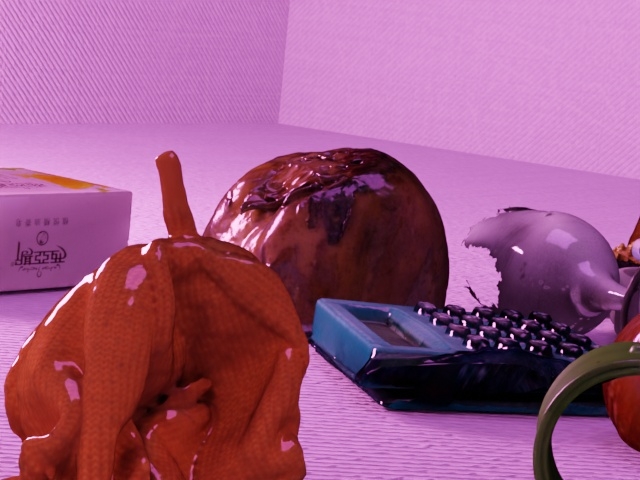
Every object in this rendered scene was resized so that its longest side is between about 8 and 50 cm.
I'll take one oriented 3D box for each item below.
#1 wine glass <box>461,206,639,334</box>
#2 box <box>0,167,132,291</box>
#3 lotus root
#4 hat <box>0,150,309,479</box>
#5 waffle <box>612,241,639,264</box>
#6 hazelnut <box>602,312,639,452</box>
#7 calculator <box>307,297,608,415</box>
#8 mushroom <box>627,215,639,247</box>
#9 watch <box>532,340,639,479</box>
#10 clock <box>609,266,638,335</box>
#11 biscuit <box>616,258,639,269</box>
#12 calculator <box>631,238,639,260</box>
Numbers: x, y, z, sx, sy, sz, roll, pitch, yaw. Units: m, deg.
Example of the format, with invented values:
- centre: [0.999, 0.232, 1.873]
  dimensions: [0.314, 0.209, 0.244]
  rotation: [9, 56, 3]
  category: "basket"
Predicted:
- centre: [0.269, 0.046, 1.777]
  dimensions: [0.143, 0.143, 0.321]
  rotation: [1, 6, -28]
  category: "wine glass"
- centre: [-0.357, -0.014, 1.862]
  dimensions: [0.194, 0.111, 0.260]
  rotation: [13, 9, 40]
  category: "box"
- centre: [0.000, 0.000, 1.819]
  dimensions: [0.272, 0.192, 0.272]
  rotation: [5, 15, -1]
  category: "lotus root"
- centre: [-0.109, 0.061, 1.056]
  dimensions: [0.244, 0.233, 0.233]
  rotation: [0, 8, -40]
  category: "hat"
- centre: [0.385, 0.039, 2.168]
  dimensions: [0.085, 0.078, 0.016]
  rotation: [-5, 17, 35]
  category: "waffle"
- centre: [0.296, 0.105, 1.391]
  dimensions: [0.154, 0.143, 0.143]
  rotation: [3, 8, -28]
  category: "hazelnut"
- centre: [0.139, 0.101, 1.579]
  dimensions: [0.274, 0.058, 0.248]
  rotation: [5, 9, -14]
  category: "calculator"
- centre: [0.506, 0.022, 2.266]
  dimensions: [0.218, 0.148, 0.227]
  rotation: [26, 22, 10]
  category: "mushroom"
- centre: [0.215, 0.147, 1.112]
  dimensions: [0.152, 0.165, 0.131]
  rotation: [-18, 6, 9]
  category: "watch"
- centre: [0.382, 0.072, 1.910]
  dimensions: [0.152, 0.062, 0.191]
  rotation: [9, 10, -2]
  category: "clock"
- centre: [0.314, 0.048, 2.090]
  dimensions: [0.195, 0.053, 0.194]
  rotation: [6, 8, -1]
  category: "biscuit"
- centre: [0.505, 0.053, 2.083]
  dimensions: [0.303, 0.042, 0.188]
  rotation: [19, 2, -21]
  category: "calculator"
